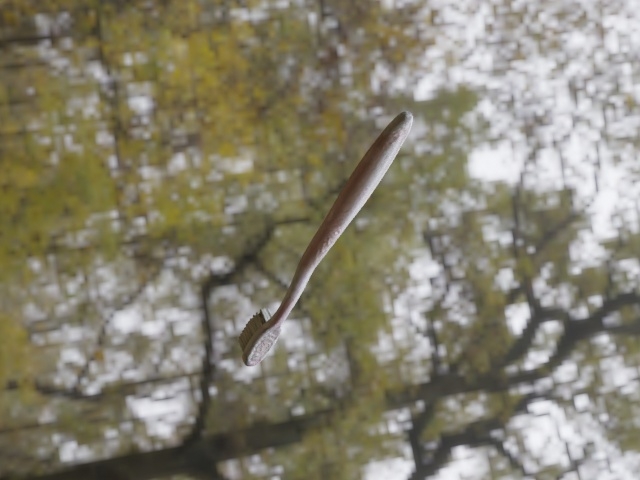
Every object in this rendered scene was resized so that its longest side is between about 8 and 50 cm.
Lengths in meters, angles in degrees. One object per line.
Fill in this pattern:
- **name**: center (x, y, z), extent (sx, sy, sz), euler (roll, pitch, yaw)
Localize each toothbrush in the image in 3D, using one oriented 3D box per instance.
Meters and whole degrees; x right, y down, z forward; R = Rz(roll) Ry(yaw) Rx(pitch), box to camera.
- **toothbrush**: center (0.000, 0.000, 1.440), extent (0.307, 0.025, 0.029), euler (-57, -136, 34)
